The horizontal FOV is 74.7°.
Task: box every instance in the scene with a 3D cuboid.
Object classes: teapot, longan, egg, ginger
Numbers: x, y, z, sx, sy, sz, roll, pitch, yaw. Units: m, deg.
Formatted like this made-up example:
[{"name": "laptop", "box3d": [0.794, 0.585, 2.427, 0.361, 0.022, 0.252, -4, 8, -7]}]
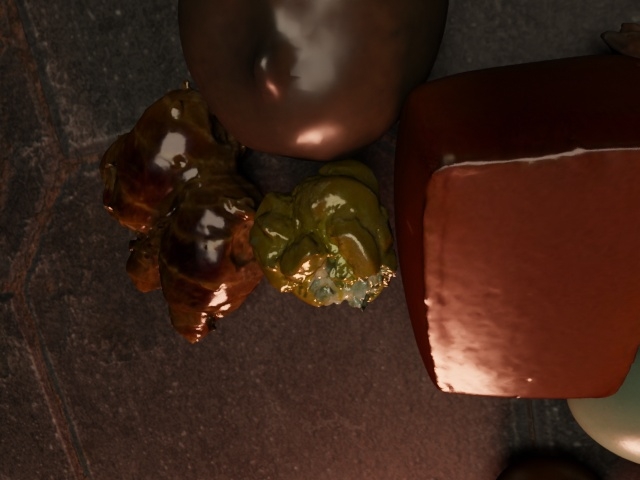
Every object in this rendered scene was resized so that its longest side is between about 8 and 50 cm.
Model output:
[{"name": "teapot", "box3d": [0.332, 0.429, 0.615, 0.178, 0.135, 0.252, 38, 109, 7]}, {"name": "longan", "box3d": [-0.011, -0.233, 0.461, 0.298, 0.297, 0.297, 4, 105, 14]}, {"name": "egg", "box3d": [0.408, 0.178, 0.497, 0.168, 0.168, 0.231, 40, 145, 2]}, {"name": "ginger", "box3d": [-0.208, -0.026, 0.627, 0.275, 0.152, 0.357, -18, 97, 18]}]

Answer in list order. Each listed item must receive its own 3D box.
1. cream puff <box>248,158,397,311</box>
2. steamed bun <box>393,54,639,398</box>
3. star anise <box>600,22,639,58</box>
[{"name": "cream puff", "box3d": [-0.001, -0.006, 0.552, 0.195, 0.221, 0.194, 0, 65, 1]}, {"name": "steamed bun", "box3d": [0.205, -0.009, 0.468, 0.235, 0.248, 0.379, -4, 127, 16]}, {"name": "star anise", "box3d": [0.443, -0.128, 0.456, 0.316, 0.108, 0.315, 4, 105, 14]}]
